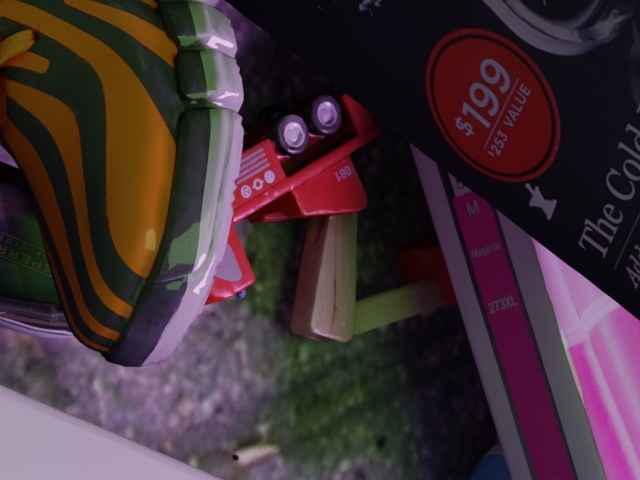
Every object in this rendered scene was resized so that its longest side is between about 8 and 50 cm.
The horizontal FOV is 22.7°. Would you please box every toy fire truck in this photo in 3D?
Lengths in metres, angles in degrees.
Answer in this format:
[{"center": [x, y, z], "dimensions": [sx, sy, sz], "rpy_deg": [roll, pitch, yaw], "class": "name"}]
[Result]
[{"center": [0.000, 0.000, 0.786], "dimensions": [0.192, 0.047, 0.135], "rpy_deg": [-33, 106, -35], "class": "toy fire truck"}]

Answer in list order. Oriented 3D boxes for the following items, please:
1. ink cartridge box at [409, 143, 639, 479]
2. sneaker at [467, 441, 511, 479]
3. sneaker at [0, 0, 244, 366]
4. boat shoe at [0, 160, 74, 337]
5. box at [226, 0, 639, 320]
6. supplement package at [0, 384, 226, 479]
[{"center": [0.136, -0.008, 0.828], "dimensions": [0.176, 0.069, 0.371], "rpy_deg": [-10, 78, -46], "class": "ink cartridge box"}, {"center": [0.148, 0.206, 0.867], "dimensions": [0.092, 0.087, 0.229], "rpy_deg": [-35, 99, -31], "class": "sneaker"}, {"center": [-0.143, -0.096, 0.609], "dimensions": [0.180, 0.124, 0.321], "rpy_deg": [6, 50, -29], "class": "sneaker"}, {"center": [-0.166, -0.012, 0.639], "dimensions": [0.228, 0.076, 0.080], "rpy_deg": [27, 70, -34], "class": "boat shoe"}, {"center": [0.112, -0.200, 0.622], "dimensions": [0.179, 0.312, 0.343], "rpy_deg": [-32, 151, -36], "class": "box"}, {"center": [-0.157, 0.140, 0.570], "dimensions": [0.293, 0.177, 0.175], "rpy_deg": [28, 70, -32], "class": "supplement package"}]
